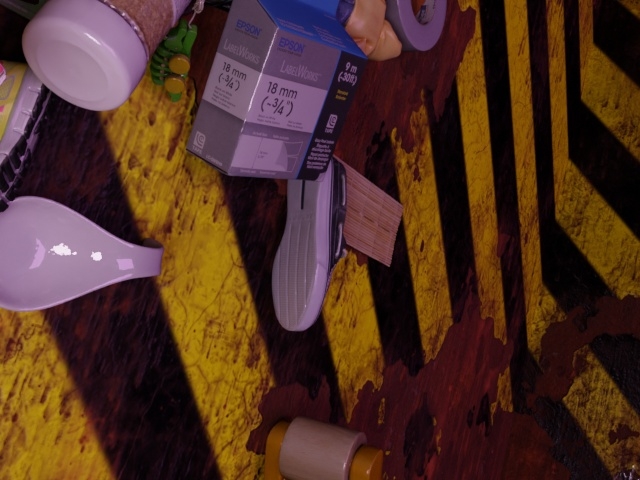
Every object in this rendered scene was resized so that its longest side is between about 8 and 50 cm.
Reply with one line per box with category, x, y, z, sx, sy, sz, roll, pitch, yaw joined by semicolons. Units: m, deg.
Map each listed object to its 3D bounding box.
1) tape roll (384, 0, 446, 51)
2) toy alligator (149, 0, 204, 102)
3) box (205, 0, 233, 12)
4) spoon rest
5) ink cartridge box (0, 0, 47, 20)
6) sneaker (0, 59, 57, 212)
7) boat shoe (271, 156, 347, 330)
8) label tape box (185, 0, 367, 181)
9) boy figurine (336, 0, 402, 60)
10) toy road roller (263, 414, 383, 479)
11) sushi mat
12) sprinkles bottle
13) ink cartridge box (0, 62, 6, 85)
tape roll;0.190;-0.517;1.432;0.219;0.072;0.219;-15;108;-53
toy alligator;-0.200;-0.263;0.910;0.051;0.190;0.056;9;54;-18
box;-0.115;-0.427;1.024;0.180;0.077;0.148;1;95;-54
spoon rest;-0.303;0.019;0.846;0.276;0.084;0.137;4;93;-55
ink cartridge box;-0.317;-0.367;0.772;0.109;0.062;0.209;20;80;-54
sneaker;-0.370;-0.111;0.735;0.094;0.081;0.209;18;66;-9
boat shoe;0.000;0.000;1.218;0.119;0.121;0.335;13;84;-45
label tape box;-0.045;-0.266;1.041;0.240;0.105;0.334;-3;119;-54
boy figurine;0.064;-0.427;1.260;0.285;0.092;0.177;17;82;-55
toy road roller;0.027;0.479;1.296;0.240;0.202;0.330;-27;124;-62
sushi mat;0.087;-0.056;1.419;0.316;0.019;0.152;28;75;-52
sprinkles bottle;-0.208;-0.313;0.793;0.121;0.121;0.356;57;41;-42
ink cartridge box;-0.408;-0.166;0.500;0.117;0.283;0.207;-59;138;-23
